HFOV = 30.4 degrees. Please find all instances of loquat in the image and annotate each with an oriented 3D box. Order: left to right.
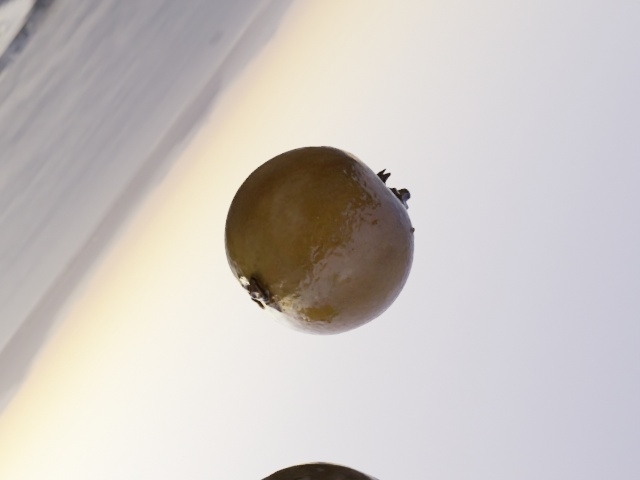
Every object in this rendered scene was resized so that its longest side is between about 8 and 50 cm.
[{"bbox_3d":[0.000,0.000,0.923,0.163,0.163,0.137,-58,170,-32],"label":"loquat"}]

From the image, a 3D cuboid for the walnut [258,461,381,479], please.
[{"bbox_3d":[-0.005,0.232,0.865,0.162,0.140,0.140,-29,-168,10],"label":"walnut"}]
